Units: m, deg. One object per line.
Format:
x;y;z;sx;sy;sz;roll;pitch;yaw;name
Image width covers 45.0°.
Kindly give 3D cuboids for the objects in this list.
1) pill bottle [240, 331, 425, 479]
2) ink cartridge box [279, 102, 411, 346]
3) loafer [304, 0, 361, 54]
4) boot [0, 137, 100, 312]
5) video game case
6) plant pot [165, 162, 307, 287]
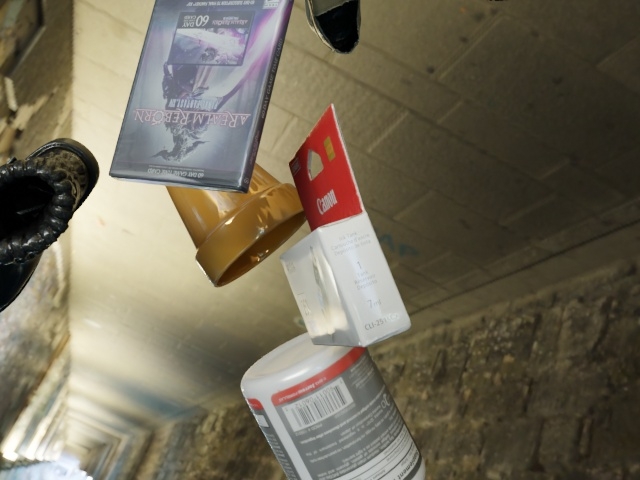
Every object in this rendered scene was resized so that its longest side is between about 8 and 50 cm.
0.041;0.334;1.242;0.210;0.210;0.362;-16;102;58;pill bottle
0.000;0.000;0.963;0.296;0.066;0.261;146;104;-76;ink cartridge box
0.019;-0.332;0.965;0.094;0.087;0.251;-23;150;-1;loafer
-0.444;0.008;1.050;0.131;0.348;0.260;35;-170;-16;boot
-0.143;-0.197;0.939;0.196;0.274;0.026;7;168;27;video game case
-0.149;-0.059;1.264;0.188;0.205;0.205;50;159;6;plant pot
